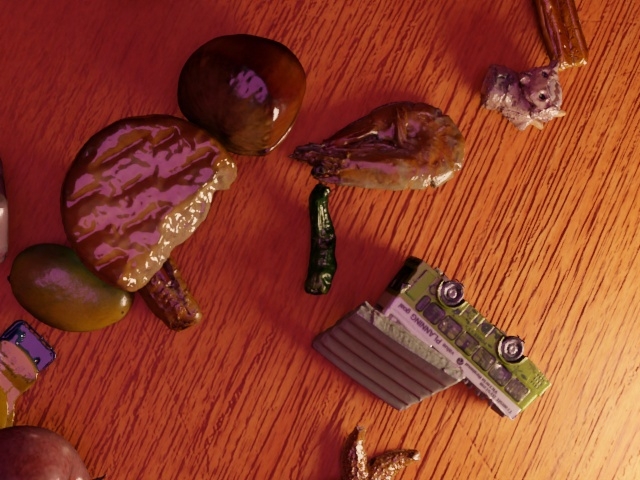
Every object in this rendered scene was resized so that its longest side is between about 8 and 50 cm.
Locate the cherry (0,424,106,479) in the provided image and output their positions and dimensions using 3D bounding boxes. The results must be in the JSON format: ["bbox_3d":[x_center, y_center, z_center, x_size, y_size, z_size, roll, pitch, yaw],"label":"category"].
[{"bbox_3d":[-0.443,0.388,1.586,0.285,0.213,0.236,-21,110,8],"label":"cherry"}]

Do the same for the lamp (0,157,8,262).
[{"bbox_3d":[-0.624,-0.015,1.583,0.301,0.247,0.247,-3,130,-19],"label":"lamp"}]

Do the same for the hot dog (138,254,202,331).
[{"bbox_3d":[-0.288,0.021,1.676,0.068,0.083,0.289,-38,95,-39],"label":"hot dog"}]

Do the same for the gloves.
[{"bbox_3d":[0.337,-0.244,1.765,0.144,0.094,0.110,-3,79,0],"label":"gloves"}]

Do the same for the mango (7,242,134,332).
[{"bbox_3d":[-0.393,0.080,1.660,0.191,0.085,0.122,31,83,-6],"label":"mango"}]

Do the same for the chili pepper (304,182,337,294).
[{"bbox_3d":[0.002,-0.003,1.723,0.050,0.073,0.182,1,96,15],"label":"chili pepper"}]

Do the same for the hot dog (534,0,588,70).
[{"bbox_3d":[0.402,-0.369,1.793,0.071,0.045,0.165,-17,92,-6],"label":"hot dog"}]

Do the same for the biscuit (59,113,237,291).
[{"bbox_3d":[-0.271,-0.075,1.604,0.274,0.091,0.213,-45,92,-7],"label":"biscuit"}]

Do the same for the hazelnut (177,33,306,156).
[{"bbox_3d":[-0.111,-0.240,1.660,0.208,0.208,0.208,0,90,-8],"label":"hazelnut"}]

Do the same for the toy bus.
[{"bbox_3d":[0.227,0.166,1.742,0.301,0.113,0.139,42,88,-7],"label":"toy bus"}]

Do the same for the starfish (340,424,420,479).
[{"bbox_3d":[0.065,0.422,1.752,0.240,0.043,0.227,-21,92,-5],"label":"starfish"}]

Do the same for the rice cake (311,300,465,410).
[{"bbox_3d":[0.102,0.190,1.697,0.198,0.189,0.037,39,51,-9],"label":"rice cake"}]

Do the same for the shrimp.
[{"bbox_3d":[0.092,-0.153,1.747,0.294,0.062,0.154,-5,79,-11],"label":"shrimp"}]

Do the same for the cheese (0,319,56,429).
[{"bbox_3d":[-0.535,0.242,1.648,0.270,0.069,0.177,-43,97,-9],"label":"cheese"}]
